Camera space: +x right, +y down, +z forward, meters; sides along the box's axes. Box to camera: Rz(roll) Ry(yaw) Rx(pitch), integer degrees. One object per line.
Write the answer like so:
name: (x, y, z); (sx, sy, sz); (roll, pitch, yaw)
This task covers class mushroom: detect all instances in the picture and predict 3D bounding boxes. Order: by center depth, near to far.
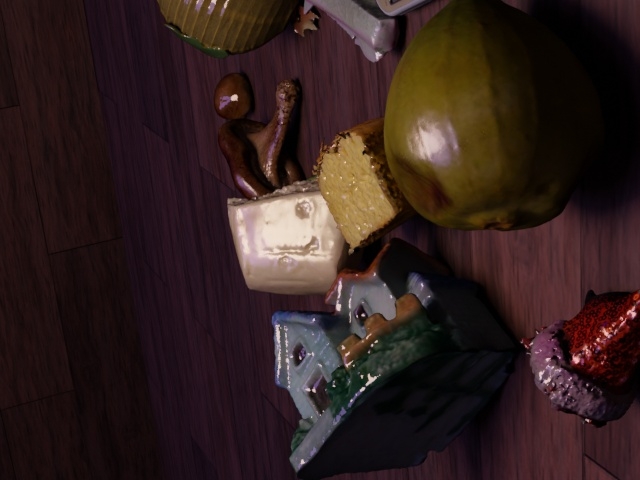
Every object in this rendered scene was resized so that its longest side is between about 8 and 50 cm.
mushroom: (-0.084, -0.186, 2.024); (0.227, 0.148, 0.217); (59, 138, 26)
mushroom: (-0.174, -0.267, 2.247); (0.088, 0.073, 0.129); (24, 138, 22)

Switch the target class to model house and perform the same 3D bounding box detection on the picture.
model house: (0.070, 0.123, 1.597); (0.295, 0.252, 0.329); (-57, 41, 34)

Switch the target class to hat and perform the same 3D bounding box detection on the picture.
hat: (0.317, 0.091, 1.210); (0.140, 0.129, 0.227); (-101, 31, -45)

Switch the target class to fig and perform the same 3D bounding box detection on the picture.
fig: (0.181, -0.143, 1.208); (0.239, 0.240, 0.271); (139, 127, -67)

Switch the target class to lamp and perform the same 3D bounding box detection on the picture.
lamp: (-0.128, -0.418, 1.852); (0.250, 0.284, 0.250); (-155, 90, -90)

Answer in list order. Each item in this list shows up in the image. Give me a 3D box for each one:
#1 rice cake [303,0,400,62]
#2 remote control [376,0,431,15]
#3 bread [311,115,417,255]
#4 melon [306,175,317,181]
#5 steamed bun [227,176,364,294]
rice cake: (0.040, -0.341, 1.677); (0.290, 0.051, 0.081); (-133, 44, -54)
remote control: (0.132, -0.350, 1.443); (0.244, 0.047, 0.087); (-3, 103, 68)
bread: (0.092, -0.094, 1.586); (0.160, 0.147, 0.260); (62, 161, 10)
melon: (0.000, 0.000, 1.991); (0.209, 0.064, 0.118); (68, 153, 14)
steamed bun: (-0.035, -0.012, 1.859); (0.170, 0.226, 0.199); (-14, -76, -70)
